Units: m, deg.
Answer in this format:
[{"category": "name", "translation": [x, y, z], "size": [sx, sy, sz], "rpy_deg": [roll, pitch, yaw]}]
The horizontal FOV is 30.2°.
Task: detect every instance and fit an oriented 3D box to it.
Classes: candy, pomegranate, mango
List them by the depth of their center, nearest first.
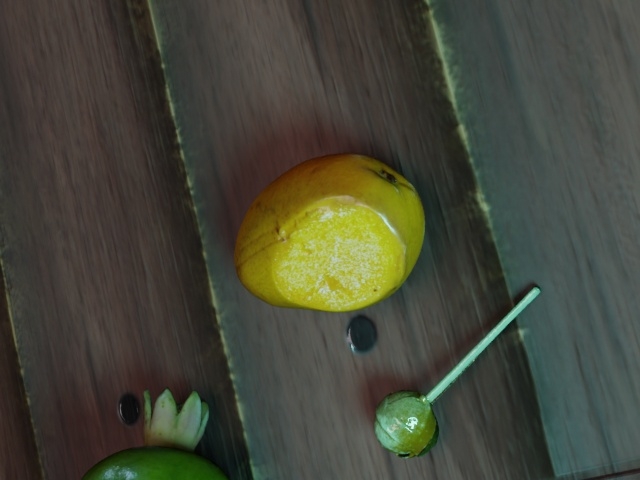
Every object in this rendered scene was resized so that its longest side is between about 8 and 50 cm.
[{"category": "candy", "translation": [0.122, 0.112, 1.029], "size": [0.202, 0.061, 0.061], "rpy_deg": [-48, 63, 18]}, {"category": "mango", "translation": [0.003, -0.002, 1.084], "size": [0.217, 0.102, 0.141], "rpy_deg": [-24, 99, 39]}, {"category": "pomegranate", "translation": [-0.158, 0.258, 1.178], "size": [0.187, 0.187, 0.225], "rpy_deg": [-19, 54, 37]}]
